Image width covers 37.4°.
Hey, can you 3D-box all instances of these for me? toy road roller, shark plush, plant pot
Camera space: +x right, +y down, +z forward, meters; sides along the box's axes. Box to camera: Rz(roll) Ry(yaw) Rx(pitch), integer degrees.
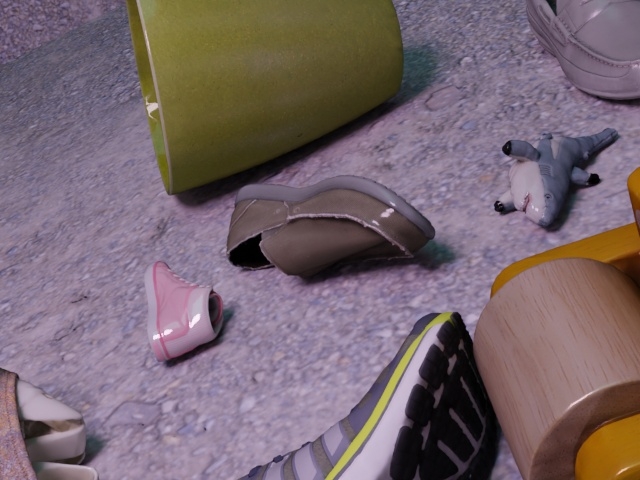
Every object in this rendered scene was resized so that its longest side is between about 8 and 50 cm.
[{"bbox_3d":[0.239,0.002,0.521,0.330,0.240,0.202,-20,29,4],"label":"toy road roller"},{"bbox_3d":[0.222,-0.059,0.864,0.067,0.073,0.161,30,35,33],"label":"shark plush"},{"bbox_3d":[-0.061,-0.214,1.116,0.294,0.274,0.275,-12,27,-11],"label":"plant pot"}]

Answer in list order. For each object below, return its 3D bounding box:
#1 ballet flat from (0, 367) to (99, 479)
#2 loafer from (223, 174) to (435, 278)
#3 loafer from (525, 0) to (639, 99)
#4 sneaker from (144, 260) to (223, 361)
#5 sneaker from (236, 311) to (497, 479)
[{"bbox_3d":[-0.227,0.181,0.724,0.106,0.107,0.316,-10,30,-18],"label":"ballet flat"},{"bbox_3d":[0.000,0.000,0.873,0.251,0.094,0.087,0,60,51],"label":"loafer"},{"bbox_3d":[0.295,-0.241,1.022,0.112,0.111,0.319,-23,29,0],"label":"loafer"},{"bbox_3d":[-0.125,0.058,0.887,0.070,0.051,0.134,-21,32,1],"label":"sneaker"},{"bbox_3d":[0.012,0.148,0.582,0.121,0.111,0.300,-2,33,40],"label":"sneaker"}]
